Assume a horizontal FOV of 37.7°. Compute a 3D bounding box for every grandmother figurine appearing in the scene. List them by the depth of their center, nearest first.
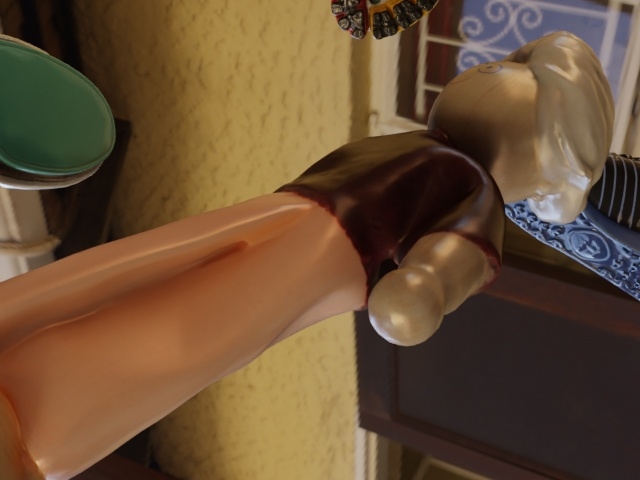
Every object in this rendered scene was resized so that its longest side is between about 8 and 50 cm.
[{"bbox_3d":[0.000,0.000,0.418,0.342,0.208,0.104,-30,-60,-20],"label":"grandmother figurine"}]

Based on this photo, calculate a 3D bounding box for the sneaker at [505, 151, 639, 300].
[{"bbox_3d":[0.224,-0.035,0.739,0.090,0.232,0.081,-54,1,-29],"label":"sneaker"}]

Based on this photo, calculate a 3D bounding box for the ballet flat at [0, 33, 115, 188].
[{"bbox_3d":[-0.318,-0.094,0.744,0.400,0.139,0.139,-21,-56,-71],"label":"ballet flat"}]

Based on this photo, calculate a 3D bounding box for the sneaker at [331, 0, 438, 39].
[{"bbox_3d":[0.110,-0.255,0.804,0.093,0.225,0.088,-94,-19,-64],"label":"sneaker"}]
